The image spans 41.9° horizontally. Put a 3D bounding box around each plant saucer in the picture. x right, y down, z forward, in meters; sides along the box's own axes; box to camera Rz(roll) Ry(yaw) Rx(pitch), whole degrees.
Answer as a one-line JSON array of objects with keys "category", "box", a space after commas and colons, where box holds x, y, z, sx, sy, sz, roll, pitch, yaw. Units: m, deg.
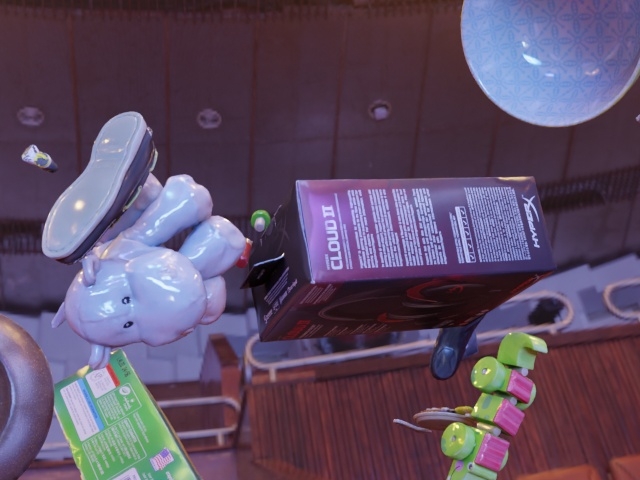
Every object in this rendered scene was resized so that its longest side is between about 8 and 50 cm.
[{"category": "plant saucer", "box": [-0.363, 0.159, 0.812, 0.199, 0.198, 0.036, -7, -13, -5]}]

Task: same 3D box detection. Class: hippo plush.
[{"category": "hippo plush", "box": [-0.252, 0.030, 1.106, 0.294, 0.236, 0.234, -2, -79, 0]}]

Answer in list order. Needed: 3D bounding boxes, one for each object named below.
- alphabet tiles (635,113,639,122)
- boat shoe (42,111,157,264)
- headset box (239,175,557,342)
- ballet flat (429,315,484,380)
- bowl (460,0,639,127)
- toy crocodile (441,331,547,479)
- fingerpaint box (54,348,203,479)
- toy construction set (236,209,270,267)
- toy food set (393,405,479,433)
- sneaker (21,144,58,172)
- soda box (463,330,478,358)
[{"category": "alphabet tiles", "box": [0.564, -0.174, 1.208, 0.237, 0.009, 0.198, 20, -53, -36]}, {"category": "boat shoe", "box": [-0.266, -0.057, 1.046, 0.081, 0.227, 0.068, 6, -34, 25]}, {"category": "headset box", "box": [0.062, 0.025, 0.897, 0.293, 0.110, 0.218, -2, -21, -19]}, {"category": "ballet flat", "box": [0.202, 0.125, 1.239, 0.057, 0.173, 0.049, 26, -4, -4]}, {"category": "bowl", "box": [0.375, -0.328, 1.255, 0.156, 0.289, 0.289, -29, -17, -45]}, {"category": "toy crocodile", "box": [0.320, 0.328, 1.531, 0.115, 0.340, 0.105, 33, -14, -25]}, {"category": "fingerpaint box", "box": [-0.274, 0.454, 1.440, 0.163, 0.445, 0.371, -29, -58, -16]}, {"category": "toy construction set", "box": [0.000, 0.000, 1.597, 0.309, 0.237, 0.257, 5, -73, -3]}, {"category": "toy food set", "box": [0.251, 0.355, 1.685, 0.192, 0.038, 0.132, -14, -31, 38]}, {"category": "sneaker", "box": [-0.473, -0.133, 1.409, 0.031, 0.083, 0.035, -51, -41, -10]}, {"category": "soda box", "box": [0.293, 0.176, 1.782, 0.060, 0.053, 0.169, -22, -54, -10]}]
